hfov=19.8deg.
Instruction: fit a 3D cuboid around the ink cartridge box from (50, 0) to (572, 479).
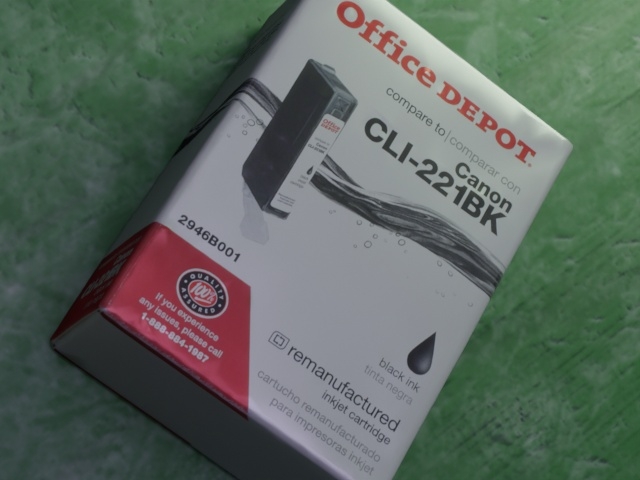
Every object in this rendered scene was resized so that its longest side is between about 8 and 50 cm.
[{"bbox_3d":[0.000,0.000,1.104,0.197,0.114,0.273,36,64,-11],"label":"ink cartridge box"}]
